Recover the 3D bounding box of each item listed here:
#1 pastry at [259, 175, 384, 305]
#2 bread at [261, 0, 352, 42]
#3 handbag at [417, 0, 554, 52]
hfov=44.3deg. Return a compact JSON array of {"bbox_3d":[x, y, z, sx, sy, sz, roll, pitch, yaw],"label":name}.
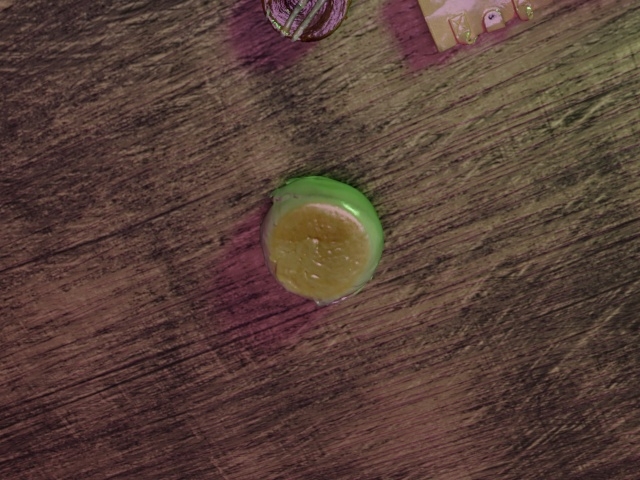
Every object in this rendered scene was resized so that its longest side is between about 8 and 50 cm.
[{"bbox_3d":[0.000,-0.002,1.540,0.265,0.133,0.264,3,116,5],"label":"pastry"},{"bbox_3d":[-0.021,-0.425,1.366,0.161,0.073,0.160,3,116,7],"label":"bread"},{"bbox_3d":[0.275,-0.429,1.345,0.213,0.059,0.157,-22,112,14],"label":"handbag"}]
